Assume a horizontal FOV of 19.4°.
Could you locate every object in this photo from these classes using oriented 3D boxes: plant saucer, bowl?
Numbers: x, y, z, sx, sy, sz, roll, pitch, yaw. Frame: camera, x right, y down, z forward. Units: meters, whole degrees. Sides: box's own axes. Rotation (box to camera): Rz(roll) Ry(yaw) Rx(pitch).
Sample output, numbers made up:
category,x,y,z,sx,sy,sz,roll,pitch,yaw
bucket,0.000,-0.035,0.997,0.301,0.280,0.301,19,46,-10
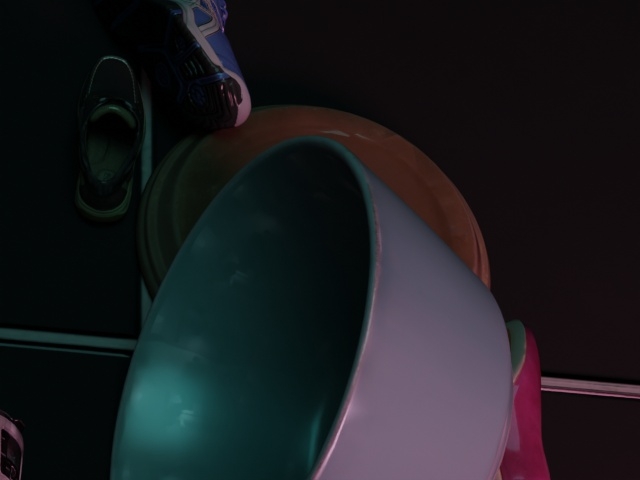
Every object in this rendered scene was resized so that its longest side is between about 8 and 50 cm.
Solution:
category,x,y,z,sx,sy,sz,roll,pitch,yaw
plant saucer,0.000,0.000,1.413,0.277,0.041,0.278,8,53,-11
bowl,0.007,0.105,1.207,0.163,0.311,0.312,22,48,-28

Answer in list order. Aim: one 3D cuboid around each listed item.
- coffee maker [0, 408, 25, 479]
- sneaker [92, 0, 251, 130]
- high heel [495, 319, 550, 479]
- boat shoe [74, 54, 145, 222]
category,x,y,z,sx,sy,sz,roll,pitch,yaw
coffee maker,-0.259,0.197,1.136,0.171,0.120,0.178,-1,55,-17
sneaker,-0.102,-0.167,1.463,0.081,0.080,0.211,-11,49,-31
high heel,0.142,0.166,1.332,0.117,0.082,0.244,45,32,-23
boat shoe,-0.156,-0.085,1.417,0.056,0.049,0.152,6,53,-13
